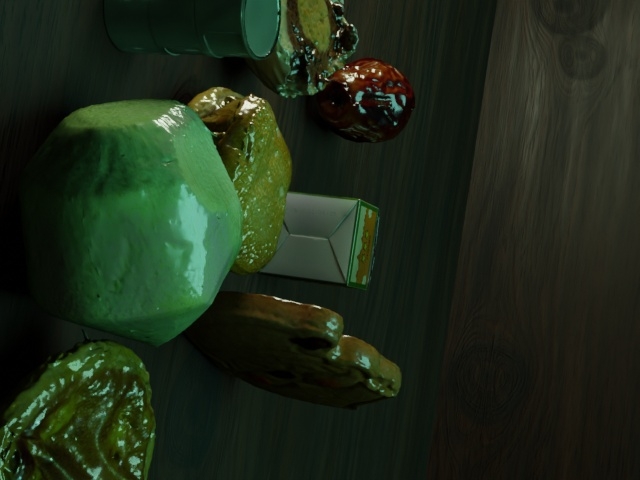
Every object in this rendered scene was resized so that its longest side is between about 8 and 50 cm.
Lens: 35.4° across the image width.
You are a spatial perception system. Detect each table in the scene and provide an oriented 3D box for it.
[{"bbox_3d":[-0.179,-0.322,1.413,0.126,0.220,0.126,7,90,-70],"label":"table"}]

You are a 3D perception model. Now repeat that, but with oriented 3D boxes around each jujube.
[{"bbox_3d":[0.101,-0.312,2.230,0.290,0.197,0.197,-12,108,-60],"label":"jujube"}]

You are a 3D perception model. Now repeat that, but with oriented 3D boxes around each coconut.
[{"bbox_3d":[-0.239,-0.012,1.291,0.328,0.281,0.328,172,-90,-75],"label":"coconut"}]

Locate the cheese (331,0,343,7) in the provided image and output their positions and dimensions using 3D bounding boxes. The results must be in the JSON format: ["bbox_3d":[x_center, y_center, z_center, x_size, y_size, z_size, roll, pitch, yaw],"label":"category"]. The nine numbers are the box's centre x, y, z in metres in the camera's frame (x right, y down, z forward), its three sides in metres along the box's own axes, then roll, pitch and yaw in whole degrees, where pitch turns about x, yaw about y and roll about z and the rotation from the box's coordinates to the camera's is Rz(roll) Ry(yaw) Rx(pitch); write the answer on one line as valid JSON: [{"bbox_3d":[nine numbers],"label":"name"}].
[{"bbox_3d":[0.010,-0.528,2.090,0.155,0.062,0.244,11,86,-68],"label":"cheese"}]

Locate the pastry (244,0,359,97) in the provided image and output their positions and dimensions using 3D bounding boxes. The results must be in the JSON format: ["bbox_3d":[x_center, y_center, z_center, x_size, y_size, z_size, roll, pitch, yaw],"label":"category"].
[{"bbox_3d":[-0.070,-0.385,1.790,0.237,0.170,0.256,63,40,-25],"label":"pastry"}]

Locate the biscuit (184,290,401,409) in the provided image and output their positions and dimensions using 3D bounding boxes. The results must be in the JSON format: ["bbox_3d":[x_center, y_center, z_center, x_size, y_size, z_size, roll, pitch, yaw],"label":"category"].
[{"bbox_3d":[-0.054,0.208,1.771,0.455,0.350,0.078,43,57,-48],"label":"biscuit"}]

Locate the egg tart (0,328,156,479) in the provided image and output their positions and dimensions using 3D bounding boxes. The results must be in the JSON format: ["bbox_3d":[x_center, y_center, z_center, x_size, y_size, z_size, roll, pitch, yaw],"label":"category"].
[{"bbox_3d":[-0.335,0.281,1.296,0.351,0.153,0.339,1,96,-69],"label":"egg tart"}]

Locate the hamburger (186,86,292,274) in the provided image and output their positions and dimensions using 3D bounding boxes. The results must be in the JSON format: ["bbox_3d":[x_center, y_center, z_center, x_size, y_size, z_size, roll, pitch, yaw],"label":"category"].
[{"bbox_3d":[-0.149,-0.093,1.651,0.314,0.170,0.290,65,40,-57],"label":"hamburger"}]

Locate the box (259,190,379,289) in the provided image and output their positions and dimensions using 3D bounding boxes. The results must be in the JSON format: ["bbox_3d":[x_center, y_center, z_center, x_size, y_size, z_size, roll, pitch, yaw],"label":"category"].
[{"bbox_3d":[0.000,0.000,2.047,0.148,0.195,0.177,19,78,-69],"label":"box"}]
